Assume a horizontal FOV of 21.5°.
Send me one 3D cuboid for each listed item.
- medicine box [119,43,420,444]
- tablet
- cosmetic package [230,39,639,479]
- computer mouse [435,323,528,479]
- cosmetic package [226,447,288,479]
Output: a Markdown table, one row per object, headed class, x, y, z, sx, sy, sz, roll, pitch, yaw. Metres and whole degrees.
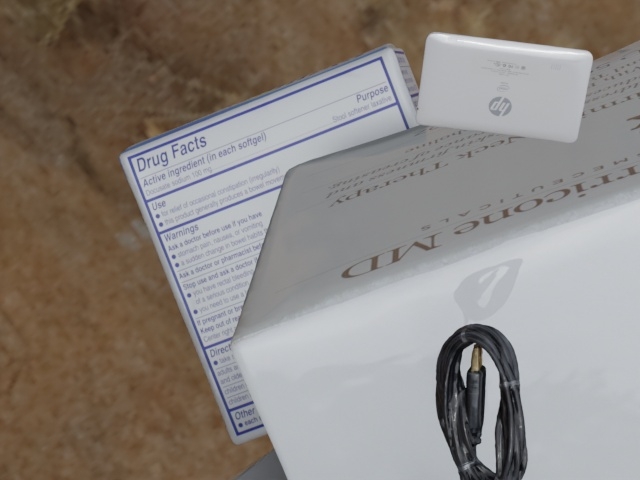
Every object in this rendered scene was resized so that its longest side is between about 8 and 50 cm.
| class | x | y | z | sx | sy | sz | roll | pitch | yaw |
| --- | --- | --- | --- | --- | --- | --- | --- | --- | --- |
| medicine box | 0.000 | 0.000 | 1.544 | 0.149 | 0.264 | 0.289 | -38 | 107 | -81 |
| tablet | 0.092 | -0.076 | 0.852 | 0.083 | 0.054 | 0.006 | 7 | 36 | 3 |
| cosmetic package | 0.165 | 0.090 | 1.166 | 0.393 | 0.329 | 0.327 | -77 | 146 | -72 |
| computer mouse | 0.072 | 0.157 | 0.839 | 0.041 | 0.071 | 0.242 | -7 | 112 | -43 |
| cosmetic package | -0.142 | 0.275 | 1.118 | 0.097 | 0.284 | 0.377 | 55 | 14 | 4 |
